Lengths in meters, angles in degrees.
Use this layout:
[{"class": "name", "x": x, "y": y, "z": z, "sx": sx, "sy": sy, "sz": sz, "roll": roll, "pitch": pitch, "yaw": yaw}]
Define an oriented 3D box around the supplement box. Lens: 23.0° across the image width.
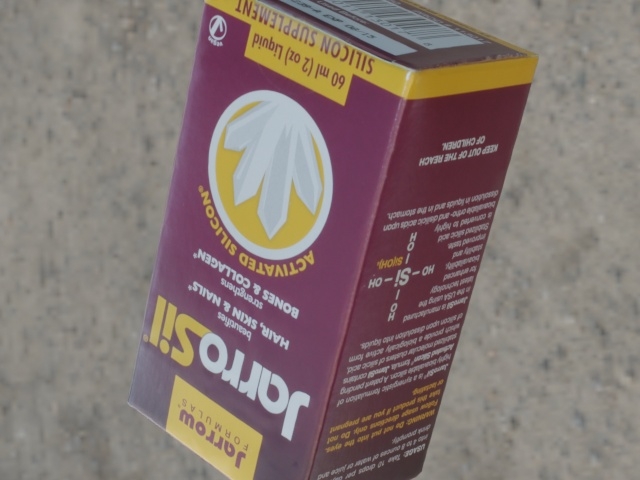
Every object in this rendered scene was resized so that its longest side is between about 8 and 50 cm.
[{"class": "supplement box", "x": 0.000, "y": 0.000, "z": 0.614, "sx": 0.104, "sy": 0.081, "sz": 0.188, "roll": 30, "pitch": 117, "yaw": 34}]
